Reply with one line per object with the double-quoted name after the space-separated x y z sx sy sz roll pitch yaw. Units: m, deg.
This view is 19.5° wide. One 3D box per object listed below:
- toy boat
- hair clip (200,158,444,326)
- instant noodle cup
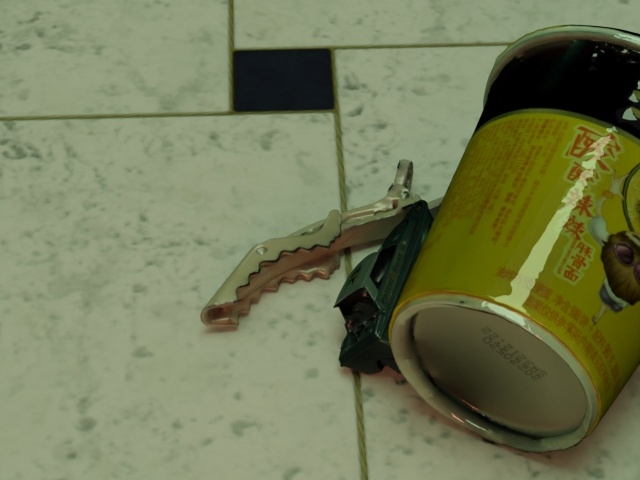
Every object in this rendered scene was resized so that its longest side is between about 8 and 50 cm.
0.052 0.026 1.297 0.060 0.055 0.141 33 53 -14 "toy boat"
0.000 0.000 1.354 0.226 0.034 0.072 -24 47 -23 "hair clip"
0.158 0.005 1.244 0.215 0.215 0.236 21 54 21 "instant noodle cup"
